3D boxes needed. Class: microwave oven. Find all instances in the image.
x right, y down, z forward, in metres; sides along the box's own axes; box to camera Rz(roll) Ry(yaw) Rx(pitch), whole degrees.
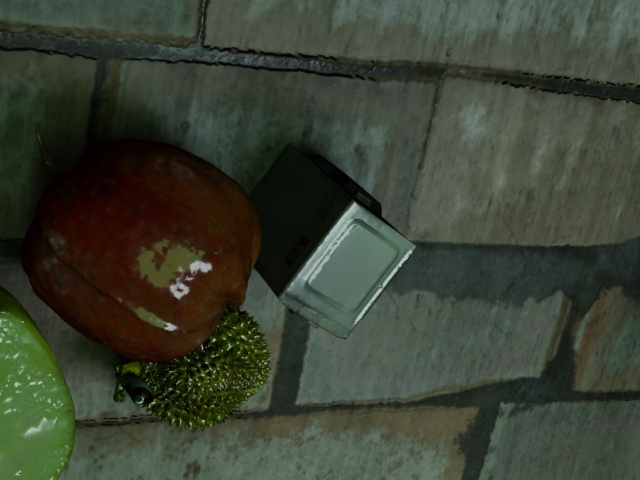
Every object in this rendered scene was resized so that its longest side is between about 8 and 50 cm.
[{"bbox_3d":[0.000,0.000,1.352,0.129,0.205,0.163,35,97,-33],"label":"microwave oven"}]

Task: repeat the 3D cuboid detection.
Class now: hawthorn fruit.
[{"bbox_3d":[-0.199,0.011,1.245,0.262,0.258,0.258,6,111,-15],"label":"hawthorn fruit"}]

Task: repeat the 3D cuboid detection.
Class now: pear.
[{"bbox_3d":[-0.415,0.205,1.281,0.286,0.176,0.282,-44,130,-10],"label":"pear"}]

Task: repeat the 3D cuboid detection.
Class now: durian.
[{"bbox_3d":[-0.160,0.154,1.394,0.198,0.146,0.159,-25,137,-4],"label":"durian"}]
